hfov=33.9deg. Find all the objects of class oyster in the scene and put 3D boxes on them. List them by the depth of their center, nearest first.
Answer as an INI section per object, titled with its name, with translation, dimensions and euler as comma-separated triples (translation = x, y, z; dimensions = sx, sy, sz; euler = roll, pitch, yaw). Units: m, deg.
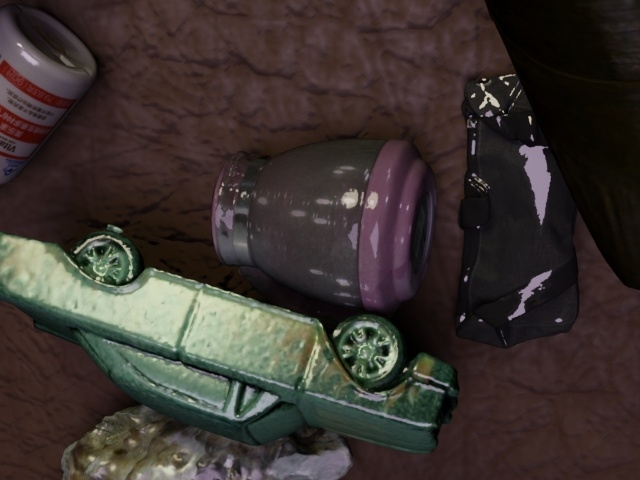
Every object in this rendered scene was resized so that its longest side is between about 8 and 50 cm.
[oyster]
translation = -0.111, 0.212, 0.791
dimensions = 0.199, 0.112, 0.267
euler = 30, 107, -1

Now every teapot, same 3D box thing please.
[teapot]
translation = 0.002, -0.010, 0.712
dimensions = 0.146, 0.148, 0.116
euler = 8, 75, 16

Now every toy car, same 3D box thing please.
[toy car]
translation = -0.068, 0.078, 0.707
dimensions = 0.321, 0.141, 0.097
euler = 17, 73, 10

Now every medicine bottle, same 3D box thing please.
[medicine bottle]
translation = -0.224, -0.089, 0.725
dimensions = 0.079, 0.079, 0.140
euler = 43, 110, -6

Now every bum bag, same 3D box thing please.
[bum bag]
translation = 0.133, -0.014, 0.705
dimensions = 0.087, 0.049, 0.197
euler = 4, 110, 13

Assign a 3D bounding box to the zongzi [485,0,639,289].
[zongzi]
translation = 0.225, -0.218, 0.579
dimensions = 0.208, 0.432, 0.403
euler = 3, 147, 31
